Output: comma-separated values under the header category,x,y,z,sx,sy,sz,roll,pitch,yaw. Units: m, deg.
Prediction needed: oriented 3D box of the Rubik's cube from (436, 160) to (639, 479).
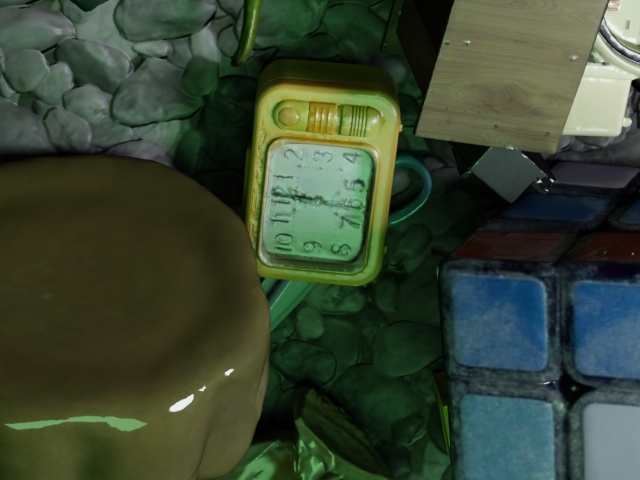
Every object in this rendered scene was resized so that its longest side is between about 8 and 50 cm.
category,x,y,z,sx,sy,sz,roll,pitch,yaw
Rubik's cube,0.327,0.134,1.845,0.362,0.359,0.363,2,105,25

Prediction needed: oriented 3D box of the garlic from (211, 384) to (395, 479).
category,x,y,z,sx,sy,sz,roll,pitch,yaw
garlic,-0.036,0.322,2.122,0.279,0.132,0.325,29,111,-21

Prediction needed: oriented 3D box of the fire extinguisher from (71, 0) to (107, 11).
category,x,y,z,sx,sy,sz,roll,pitch,yaw
fire extinguisher,-0.281,-0.324,1.689,0.294,0.093,0.118,41,149,-28

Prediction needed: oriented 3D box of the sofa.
category,x,y,z,sx,sy,sz,roll,pitch,yaw
sofa,0.162,-0.090,1.889,0.085,0.147,0.060,37,106,-28

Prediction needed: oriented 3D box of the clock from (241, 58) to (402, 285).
category,x,y,z,sx,sy,sz,roll,pitch,yaw
clock,-0.001,-0.065,1.886,0.143,0.096,0.202,4,115,-4

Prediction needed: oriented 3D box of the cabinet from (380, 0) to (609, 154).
category,x,y,z,sx,sy,sz,roll,pitch,yaw
cabinet,0.164,-0.218,1.792,0.148,0.175,0.215,8,120,-15

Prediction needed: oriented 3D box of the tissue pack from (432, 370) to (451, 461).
category,x,y,z,sx,sy,sz,roll,pitch,yaw
tissue pack,0.215,0.176,2.121,0.176,0.062,0.095,-14,126,-3

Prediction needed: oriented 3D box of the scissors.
category,x,y,z,sx,sy,sz,roll,pitch,yaw
scissors,0.000,0.000,1.986,0.125,0.030,0.256,30,111,-23

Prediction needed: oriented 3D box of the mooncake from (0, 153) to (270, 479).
category,x,y,z,sx,sy,sz,roll,pitch,yaw
mooncake,-0.230,0.101,1.811,0.378,0.378,0.201,-2,132,-10

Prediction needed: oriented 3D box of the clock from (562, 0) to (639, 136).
category,x,y,z,sx,sy,sz,roll,pitch,yaw
clock,0.410,-0.204,1.892,0.379,0.120,0.276,6,117,-9

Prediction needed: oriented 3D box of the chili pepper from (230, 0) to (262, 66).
category,x,y,z,sx,sy,sz,roll,pitch,yaw
chili pepper,-0.112,-0.330,1.729,0.137,0.092,0.368,-24,116,18
